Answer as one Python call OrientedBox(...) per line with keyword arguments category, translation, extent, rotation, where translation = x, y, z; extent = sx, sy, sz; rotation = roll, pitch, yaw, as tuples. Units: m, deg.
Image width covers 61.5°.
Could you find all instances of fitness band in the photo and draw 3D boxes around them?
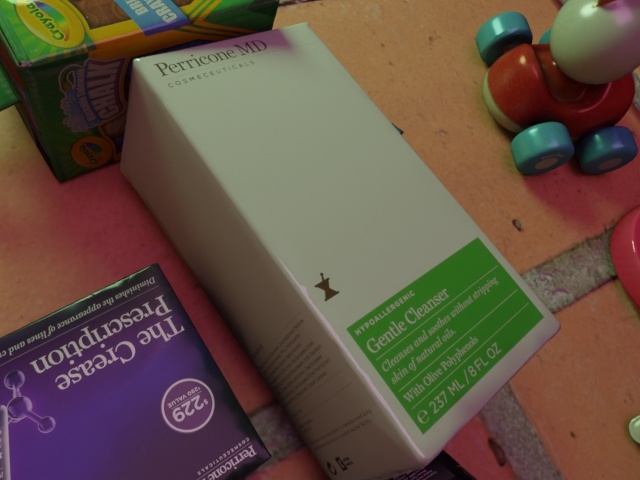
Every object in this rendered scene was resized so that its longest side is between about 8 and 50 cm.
OrientedBox(category="fitness band", translation=(0.517, 0.034, 0.720), extent=(0.290, 0.054, 0.209), rotation=(-9, 69, -22))

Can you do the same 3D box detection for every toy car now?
OrientedBox(category="toy car", translation=(0.345, -0.232, 0.667), extent=(0.210, 0.238, 0.219), rotation=(-2, 69, -19))

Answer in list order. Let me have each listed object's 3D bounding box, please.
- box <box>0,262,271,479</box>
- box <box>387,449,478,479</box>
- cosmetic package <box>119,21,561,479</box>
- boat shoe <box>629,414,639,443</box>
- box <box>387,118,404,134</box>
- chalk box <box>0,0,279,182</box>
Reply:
OrientedBox(category="box", translation=(-0.199, 0.163, 0.405), extent=(0.261, 0.103, 0.184), rotation=(-29, 82, -26))
OrientedBox(category="box", translation=(0.052, 0.295, 0.340), extent=(0.295, 0.293, 0.074), rotation=(-23, 120, -26))
OrientedBox(category="cosmetic package", translation=(0.000, 0.000, 0.484), extent=(0.196, 0.155, 0.366), rotation=(-30, 77, -35))
OrientedBox(category="boat shoe", translation=(0.411, 0.214, 0.599), extent=(0.125, 0.038, 0.046), rotation=(-9, 64, 15))
OrientedBox(category="box", translation=(0.007, -0.145, 0.622), extent=(0.168, 0.059, 0.054), rotation=(38, 60, 0))
OrientedBox(category="chalk box", translation=(-0.216, -0.191, 0.502), extent=(0.288, 0.179, 0.180), rotation=(-28, 78, -26))
